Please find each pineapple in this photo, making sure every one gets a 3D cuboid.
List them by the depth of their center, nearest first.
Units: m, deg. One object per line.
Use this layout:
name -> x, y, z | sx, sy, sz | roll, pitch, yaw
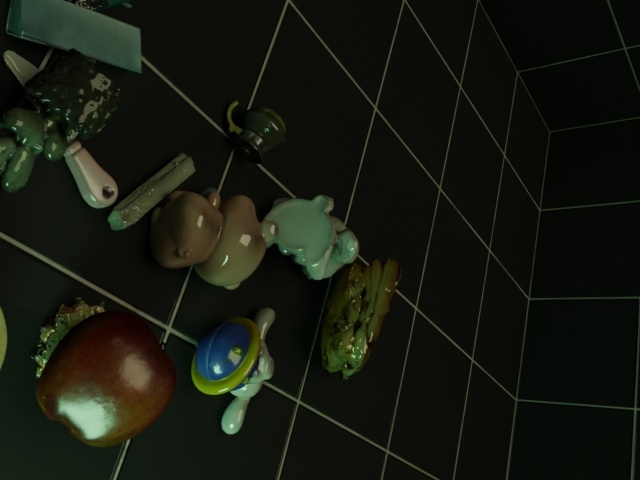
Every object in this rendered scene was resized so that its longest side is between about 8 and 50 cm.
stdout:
pineapple -> -0.447, 0.212, 1.305 | 0.221, 0.047, 0.221 | 10, 78, -52

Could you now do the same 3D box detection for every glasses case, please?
glasses case -> -0.473, -0.402, 1.330 | 0.266, 0.056, 0.105 | 5, 80, -53

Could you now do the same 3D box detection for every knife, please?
knife -> -0.487, -0.215, 1.305 | 0.081, 0.043, 0.336 | -48, 121, -44

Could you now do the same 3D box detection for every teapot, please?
teapot -> -0.167, -0.272, 1.688 | 0.165, 0.130, 0.119 | 39, 67, -5

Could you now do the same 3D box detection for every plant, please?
plant -> -0.482, -0.205, 1.190 | 0.274, 0.149, 0.146 | -43, 89, -16

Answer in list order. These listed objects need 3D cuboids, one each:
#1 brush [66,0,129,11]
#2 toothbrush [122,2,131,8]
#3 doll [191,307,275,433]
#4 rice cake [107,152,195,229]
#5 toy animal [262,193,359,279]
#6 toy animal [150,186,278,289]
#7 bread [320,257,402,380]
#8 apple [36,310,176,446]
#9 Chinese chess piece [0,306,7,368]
brush -> -0.433, -0.498, 1.396 | 0.193, 0.032, 0.043 | -36, 128, -40
toothbrush -> -0.455, -0.513, 1.399 | 0.167, 0.014, 0.011 | 13, 93, -52
doll -> -0.169, 0.257, 1.580 | 0.243, 0.159, 0.311 | 53, 44, -34
rice cake -> -0.357, -0.107, 1.455 | 0.052, 0.057, 0.256 | 52, 46, -13
toy animal -> 0.000, 0.000, 1.791 | 0.206, 0.271, 0.265 | -60, 151, -3
toy animal -> -0.240, -0.010, 1.477 | 0.229, 0.210, 0.221 | 51, 28, 10
bread -> 0.092, 0.206, 1.893 | 0.277, 0.167, 0.325 | 104, 10, -64
apple -> -0.368, 0.245, 1.198 | 0.234, 0.234, 0.234 | 8, 80, -53
Chinese chess piece -> -0.614, 0.158, 1.045 | 0.250, 0.097, 0.251 | 6, 82, -53
